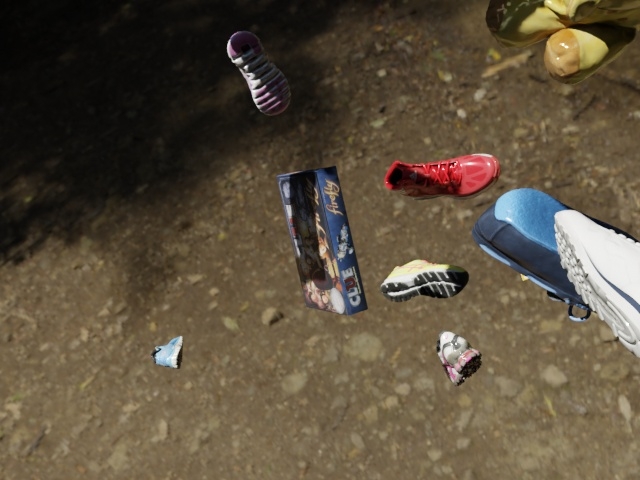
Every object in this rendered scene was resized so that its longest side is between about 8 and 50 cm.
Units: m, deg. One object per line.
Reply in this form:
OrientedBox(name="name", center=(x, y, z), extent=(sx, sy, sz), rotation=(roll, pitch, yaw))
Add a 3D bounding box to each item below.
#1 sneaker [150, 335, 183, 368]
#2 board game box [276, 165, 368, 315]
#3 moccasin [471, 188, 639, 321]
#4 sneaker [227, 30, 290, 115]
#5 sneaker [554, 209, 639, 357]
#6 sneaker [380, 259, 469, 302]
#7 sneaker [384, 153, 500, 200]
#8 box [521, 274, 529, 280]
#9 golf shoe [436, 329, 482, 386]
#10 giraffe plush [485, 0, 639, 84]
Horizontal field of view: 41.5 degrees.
OrientedBox(name="sneaker", center=(-0.362, 0.261, 1.996), extent=(0.073, 0.063, 0.162), rotation=(3, 1, -6))
OrientedBox(name="board game box", center=(0.000, 0.000, 1.440), extent=(0.042, 0.243, 0.165), rotation=(-16, 7, -24))
OrientedBox(name="moccasin", center=(0.374, 0.030, 1.236), extent=(0.117, 0.342, 0.137), rotation=(-36, 26, 53))
OrientedBox(name="sneaker", center=(-0.153, -0.418, 2.069), extent=(0.095, 0.236, 0.104), rotation=(-31, 33, 0))
OrientedBox(name="sneaker", center=(0.357, 0.037, 1.001), extent=(0.095, 0.090, 0.235), rotation=(-26, 42, 1))
OrientedBox(name="sneaker", center=(0.236, 0.075, 1.887), extent=(0.209, 0.081, 0.094), rotation=(-7, 35, 32))
OrientedBox(name="sneaker", center=(0.222, -0.118, 1.614), extent=(0.221, 0.128, 0.087), rotation=(-15, 80, 39))
OrientedBox(name="box", center=(0.387, 0.025, 1.515), extent=(0.028, 0.136, 0.081), rotation=(-24, 80, 37))
OrientedBox(name="golf shoe", center=(0.260, 0.220, 1.609), extent=(0.067, 0.186, 0.086), rotation=(-38, 66, -10))
OrientedBox(name="giraffe plush", center=(0.259, -0.242, 0.772), extent=(0.210, 0.170, 0.181), rotation=(20, 93, 17))
